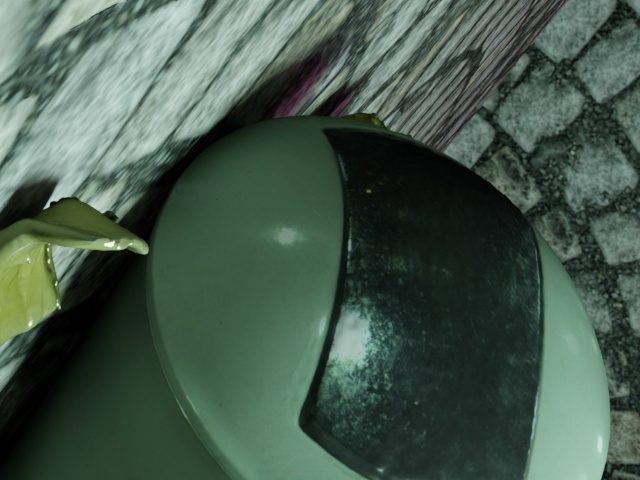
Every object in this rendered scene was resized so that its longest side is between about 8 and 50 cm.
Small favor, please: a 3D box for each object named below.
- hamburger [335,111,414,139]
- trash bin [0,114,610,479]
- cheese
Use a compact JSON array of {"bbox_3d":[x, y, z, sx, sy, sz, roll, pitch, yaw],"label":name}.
[{"bbox_3d":[0.000,0.000,1.273,0.189,0.122,0.215,-55,174,-17],"label":"hamburger"},{"bbox_3d":[-0.032,0.128,1.075,0.280,0.280,0.432,-45,177,-45],"label":"trash bin"},{"bbox_3d":[-0.107,0.005,0.728,0.084,0.041,0.060,-33,179,36],"label":"cheese"}]
